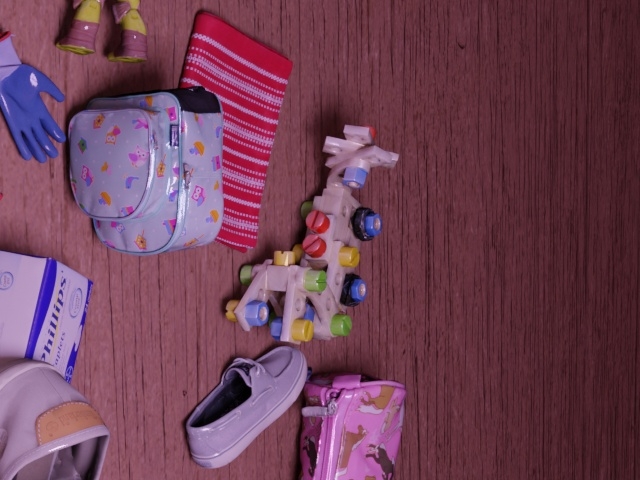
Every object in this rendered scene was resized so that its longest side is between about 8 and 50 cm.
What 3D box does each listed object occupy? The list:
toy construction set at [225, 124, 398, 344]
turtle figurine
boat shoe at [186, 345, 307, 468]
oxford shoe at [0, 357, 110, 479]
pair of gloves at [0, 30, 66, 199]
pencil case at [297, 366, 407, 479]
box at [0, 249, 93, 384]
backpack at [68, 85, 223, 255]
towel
[{"bbox_3d":[0.000,0.000,1.859,0.215,0.151,0.327,40,72,-53],"label":"toy construction set"},{"bbox_3d":[-0.226,-0.316,1.549,0.269,0.087,0.217,5,89,-55],"label":"turtle figurine"},{"bbox_3d":[-0.096,0.200,1.789,0.227,0.079,0.081,-46,133,-39],"label":"boat shoe"},{"bbox_3d":[-0.313,0.339,1.375,0.169,0.130,0.449,-11,122,-53],"label":"oxford shoe"},{"bbox_3d":[-0.349,-0.126,1.448,0.198,0.023,0.159,-51,134,-39],"label":"pair of gloves"},{"bbox_3d":[0.023,0.377,1.910,0.167,0.160,0.386,10,85,-26],"label":"pencil case"},{"bbox_3d":[-0.308,0.086,1.444,0.137,0.072,0.126,50,50,-74],"label":"box"},{"bbox_3d":[-0.195,-0.074,1.546,0.144,0.166,0.188,-19,105,-52],"label":"backpack"},{"bbox_3d":[-0.122,-0.138,1.765,0.199,0.031,0.274,25,73,-52],"label":"towel"}]
